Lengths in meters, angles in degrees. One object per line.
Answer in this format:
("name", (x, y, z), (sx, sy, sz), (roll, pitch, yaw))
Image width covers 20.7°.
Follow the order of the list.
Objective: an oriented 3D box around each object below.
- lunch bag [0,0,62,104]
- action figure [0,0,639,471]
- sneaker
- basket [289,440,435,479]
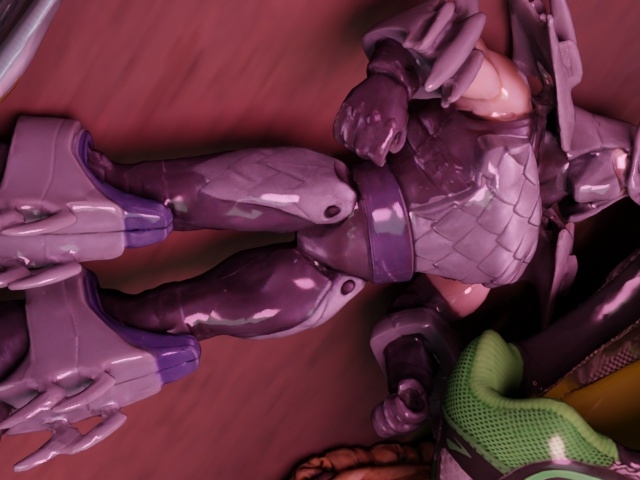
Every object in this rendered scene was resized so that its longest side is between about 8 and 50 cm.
("lunch bag", (-0.116, -0.124, 0.438), (0.223, 0.160, 0.262), (-53, 160, 15))
("action figure", (0.000, 0.000, 0.637), (0.285, 0.099, 0.185), (-12, 123, -7))
("sneaker", (0.199, 0.045, 0.652), (0.344, 0.134, 0.146), (-24, 133, -16))
("basket", (0.057, 0.263, 0.765), (0.213, 0.223, 0.299), (-1, 127, -12))
